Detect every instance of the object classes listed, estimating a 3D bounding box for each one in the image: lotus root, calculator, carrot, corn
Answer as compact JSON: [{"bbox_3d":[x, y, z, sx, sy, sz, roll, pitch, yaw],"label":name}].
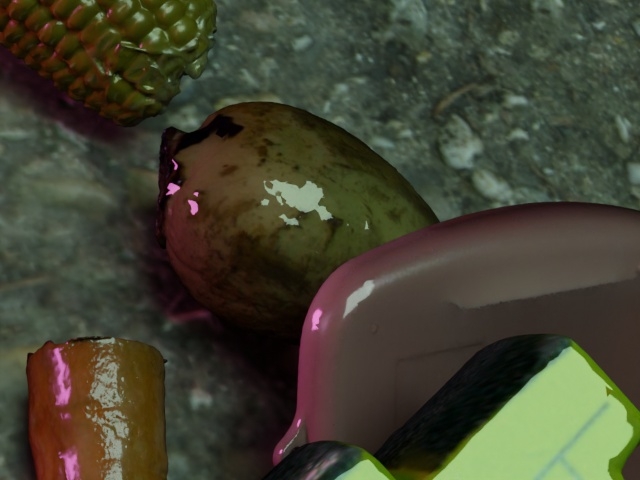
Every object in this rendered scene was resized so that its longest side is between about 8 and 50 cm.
[{"bbox_3d":[0.000,0.000,0.716,0.214,0.138,0.138,27,50,-21],"label":"lotus root"},{"bbox_3d":[0.110,0.091,0.708,0.329,0.048,0.220,-9,105,-37],"label":"calculator"},{"bbox_3d":[-0.105,0.152,0.600,0.072,0.072,0.205,8,64,-29],"label":"carrot"},{"bbox_3d":[-0.203,-0.206,0.713,0.344,0.131,0.131,39,48,-10],"label":"corn"}]

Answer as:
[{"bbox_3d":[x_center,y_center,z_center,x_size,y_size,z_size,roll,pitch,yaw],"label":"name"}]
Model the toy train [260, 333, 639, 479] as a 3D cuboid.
[{"bbox_3d":[0.021,0.236,0.494,0.442,0.179,0.272,-42,87,-21],"label":"toy train"}]
